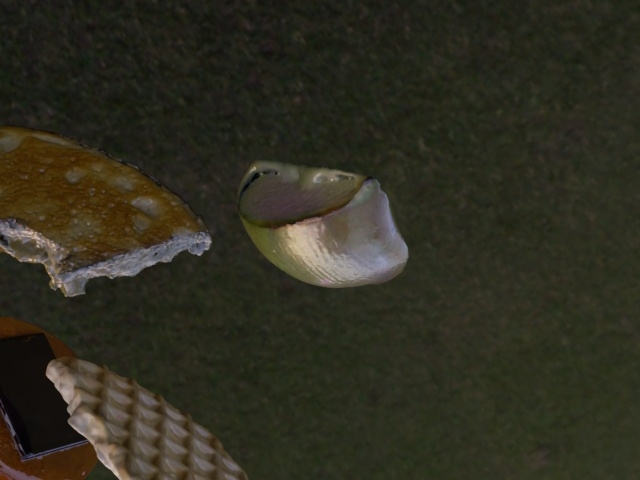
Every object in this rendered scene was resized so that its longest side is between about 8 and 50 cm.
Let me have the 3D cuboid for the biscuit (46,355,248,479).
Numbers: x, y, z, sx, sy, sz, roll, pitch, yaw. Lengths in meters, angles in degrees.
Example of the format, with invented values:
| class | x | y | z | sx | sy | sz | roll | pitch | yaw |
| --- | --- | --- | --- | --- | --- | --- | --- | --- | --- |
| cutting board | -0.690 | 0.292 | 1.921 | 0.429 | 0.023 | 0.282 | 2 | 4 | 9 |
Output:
| class | x | y | z | sx | sy | sz | roll | pitch | yaw |
| --- | --- | --- | --- | --- | --- | --- | --- | --- | --- |
| biscuit | -0.140 | 0.228 | 1.150 | 0.204 | 0.309 | 0.040 | 25 | 108 | -46 |

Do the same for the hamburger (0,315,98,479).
| class | x | y | z | sx | sy | sz | roll | pitch | yaw |
| --- | --- | --- | --- | --- | --- | --- | --- | --- | --- |
| hamburger | -0.444 | 0.248 | 1.537 | 0.225 | 0.291 | 0.291 | -33 | 144 | 29 |

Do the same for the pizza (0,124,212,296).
| class | x | y | z | sx | sy | sz | roll | pitch | yaw |
| --- | --- | --- | --- | --- | --- | --- | --- | --- | --- |
| pizza | -0.303 | -0.024 | 1.431 | 0.223 | 0.323 | 0.089 | -52 | 162 | -43 |

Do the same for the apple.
| class | x | y | z | sx | sy | sz | roll | pitch | yaw |
| --- | --- | --- | --- | --- | --- | --- | --- | --- | --- |
| apple | 0.000 | 0.000 | 1.490 | 0.120 | 0.265 | 0.193 | -48 | 124 | -21 |
